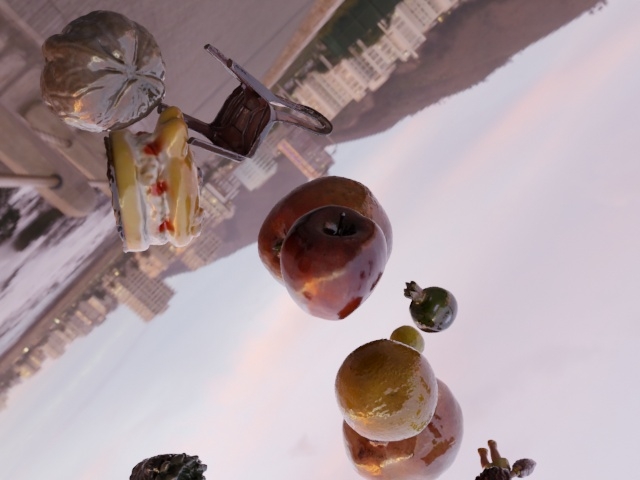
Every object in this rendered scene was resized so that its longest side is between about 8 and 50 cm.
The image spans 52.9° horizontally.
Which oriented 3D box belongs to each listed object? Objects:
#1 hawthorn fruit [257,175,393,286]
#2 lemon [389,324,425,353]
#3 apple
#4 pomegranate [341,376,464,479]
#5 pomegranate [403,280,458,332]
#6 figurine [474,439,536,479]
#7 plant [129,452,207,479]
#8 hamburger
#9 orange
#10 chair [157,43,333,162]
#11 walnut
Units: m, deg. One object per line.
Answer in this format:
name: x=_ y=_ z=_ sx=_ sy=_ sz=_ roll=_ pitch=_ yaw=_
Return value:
hawthorn fruit: x=0.000 y=0.000 z=1.912 sx=0.403 sy=0.403 sz=0.403 roll=-43 pitch=-168 yaw=11
lemon: x=0.267 y=0.318 z=2.001 sx=0.109 sy=0.109 sz=0.133 roll=-45 pitch=-140 yaw=3
apple: x=0.026 y=0.042 z=1.293 sx=0.234 sy=0.234 sz=0.234 roll=-43 pitch=-168 yaw=11
pomegranate: x=0.208 y=0.505 z=1.723 sx=0.338 sy=0.338 sz=0.338 roll=-43 pitch=-168 yaw=11
pomegranate: x=0.244 y=0.145 z=1.458 sx=0.115 sy=0.142 sz=0.114 roll=-39 pitch=-156 yaw=21
figurine: x=0.427 y=0.588 z=1.546 sx=0.174 sy=0.116 sz=0.240 roll=-58 pitch=-179 yaw=26
plant: x=-0.327 y=0.532 z=1.400 sx=0.195 sy=0.129 sz=0.132 roll=-21 pitch=-119 yaw=44
hamburger: x=-0.340 y=-0.128 z=1.341 sx=0.187 sy=0.302 sz=0.261 roll=-10 pitch=-149 yaw=-12
orange: x=0.138 y=0.316 z=1.364 sx=0.236 sy=0.236 sz=0.236 roll=-43 pitch=-168 yaw=11
chair: x=-0.147 y=-0.258 z=1.382 sx=0.183 sy=0.327 sz=0.175 roll=-56 pitch=-131 yaw=11
walnut: x=-0.376 y=-0.288 z=1.109 sx=0.224 sy=0.224 sz=0.224 roll=-43 pitch=-168 yaw=11
